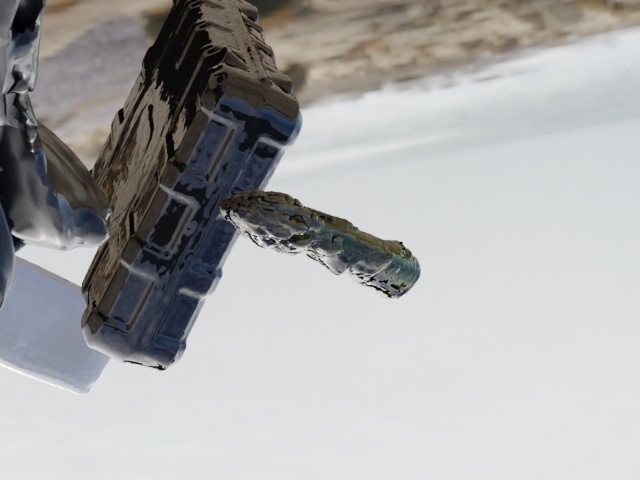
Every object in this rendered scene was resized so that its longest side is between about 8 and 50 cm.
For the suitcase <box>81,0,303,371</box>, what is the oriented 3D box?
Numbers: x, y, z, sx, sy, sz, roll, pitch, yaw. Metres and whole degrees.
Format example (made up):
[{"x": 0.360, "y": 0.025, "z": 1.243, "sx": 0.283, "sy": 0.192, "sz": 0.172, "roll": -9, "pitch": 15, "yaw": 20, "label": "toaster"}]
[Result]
[{"x": -0.097, "y": -0.056, "z": 1.070, "sx": 0.066, "sy": 0.206, "sz": 0.285, "roll": 23, "pitch": -163, "yaw": -17, "label": "suitcase"}]

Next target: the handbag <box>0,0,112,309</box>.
[{"x": -0.179, "y": -0.177, "z": 0.558, "sx": 0.180, "sy": 0.317, "sz": 0.416, "roll": -33, "pitch": 163, "yaw": -28, "label": "handbag"}]

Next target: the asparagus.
[{"x": 0.000, "y": 0.000, "z": 0.856, "sx": 0.036, "sy": 0.030, "sz": 0.165, "roll": -18, "pitch": 155, "yaw": 34, "label": "asparagus"}]

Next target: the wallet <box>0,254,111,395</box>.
[{"x": -0.248, "y": 0.073, "z": 1.379, "sx": 0.033, "sy": 0.095, "sz": 0.190, "roll": 30, "pitch": 180, "yaw": 42, "label": "wallet"}]
